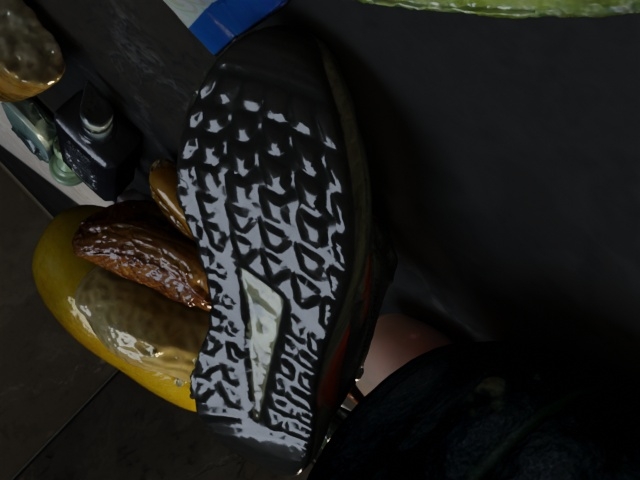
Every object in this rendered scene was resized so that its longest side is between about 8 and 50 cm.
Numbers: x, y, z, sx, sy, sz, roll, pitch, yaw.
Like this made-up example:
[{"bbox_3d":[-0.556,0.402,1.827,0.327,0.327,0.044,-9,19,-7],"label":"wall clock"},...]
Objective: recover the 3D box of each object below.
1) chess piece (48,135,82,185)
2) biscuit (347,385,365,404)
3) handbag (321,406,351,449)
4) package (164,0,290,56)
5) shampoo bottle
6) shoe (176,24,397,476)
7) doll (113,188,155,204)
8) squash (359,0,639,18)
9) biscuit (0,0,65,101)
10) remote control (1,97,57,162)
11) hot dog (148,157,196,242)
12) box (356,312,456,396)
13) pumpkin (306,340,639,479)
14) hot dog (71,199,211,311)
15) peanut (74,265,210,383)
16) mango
[{"bbox_3d":[-0.416,-0.138,1.575,0.067,0.067,0.103,42,158,7],"label":"chess piece"},{"bbox_3d":[0.023,0.127,1.143,0.262,0.052,0.277,36,166,19],"label":"biscuit"},{"bbox_3d":[0.070,0.254,1.101,0.247,0.079,0.260,24,166,49],"label":"handbag"},{"bbox_3d":[-0.101,-0.192,0.584,0.173,0.027,0.171,46,163,-15],"label":"package"},{"bbox_3d":[-0.283,-0.122,1.212,0.098,0.071,0.309,45,166,-4],"label":"shampoo bottle"},{"bbox_3d":[0.000,0.000,0.680,0.132,0.171,0.336,21,127,23],"label":"shoe"},{"bbox_3d":[-0.217,0.043,1.393,0.151,0.151,0.287,26,155,50],"label":"doll"},{"bbox_3d":[0.052,-0.139,0.249,0.184,0.085,0.192,11,163,7],"label":"squash"},{"bbox_3d":[-0.505,-0.333,1.135,0.429,0.104,0.446,48,165,-22],"label":"biscuit"},{"bbox_3d":[-0.486,-0.189,1.629,0.104,0.052,0.247,46,167,-6],"label":"remote control"},{"bbox_3d":[-0.150,-0.039,1.128,0.140,0.060,0.090,57,166,-24],"label":"hot dog"},{"bbox_3d":[0.110,0.151,0.885,0.200,0.088,0.146,50,168,-22],"label":"box"},{"bbox_3d":[0.154,0.237,0.653,0.363,0.266,0.363,36,166,10],"label":"pumpkin"},{"bbox_3d":[-0.200,0.015,1.215,0.227,0.099,0.160,18,-166,-5],"label":"hot dog"},{"bbox_3d":[-0.178,0.123,1.286,0.313,0.149,0.149,21,169,-9],"label":"peanut"},{"bbox_3d":[-0.310,0.124,1.683,0.445,0.220,0.301,43,-178,3],"label":"mango"}]
